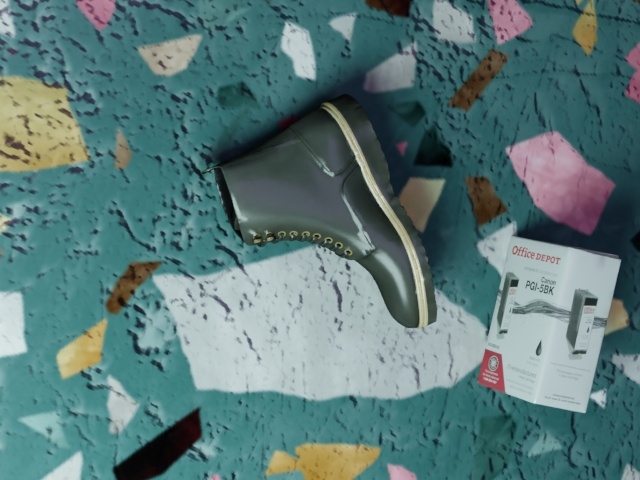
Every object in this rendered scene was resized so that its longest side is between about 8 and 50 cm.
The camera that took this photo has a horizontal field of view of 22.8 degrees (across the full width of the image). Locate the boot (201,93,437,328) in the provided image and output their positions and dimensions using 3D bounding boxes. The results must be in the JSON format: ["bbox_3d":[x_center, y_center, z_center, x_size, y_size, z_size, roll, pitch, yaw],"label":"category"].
[{"bbox_3d":[0.000,0.000,1.275,0.137,0.077,0.198,-26,94,-16],"label":"boot"}]

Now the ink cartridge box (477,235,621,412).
[{"bbox_3d":[0.193,0.069,1.353,0.056,0.099,0.135,12,90,-25],"label":"ink cartridge box"}]
